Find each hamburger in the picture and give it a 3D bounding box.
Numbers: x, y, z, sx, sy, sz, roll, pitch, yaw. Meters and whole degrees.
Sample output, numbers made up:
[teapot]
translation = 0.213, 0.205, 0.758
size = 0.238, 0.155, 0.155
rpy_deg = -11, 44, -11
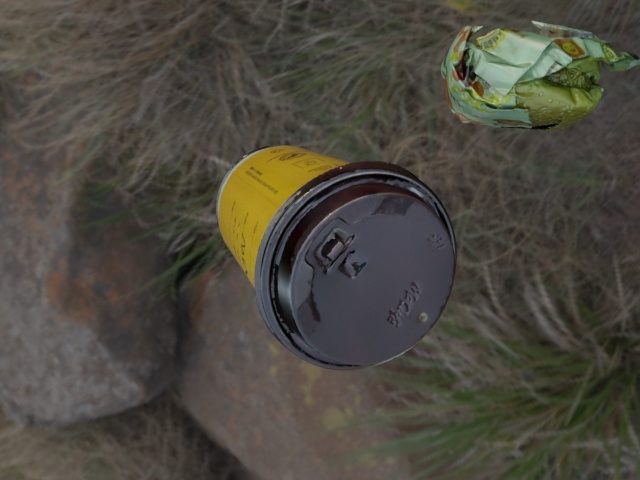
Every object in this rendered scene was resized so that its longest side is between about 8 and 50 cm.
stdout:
[hamburger]
translation = 0.255, -0.186, 1.284
size = 0.235, 0.214, 0.125
rpy_deg = 5, 98, -4

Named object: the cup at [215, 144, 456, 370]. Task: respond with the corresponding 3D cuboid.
[cup]
translation = 0.000, 0.000, 1.093
size = 0.279, 0.196, 0.197
rpy_deg = -145, 41, -62
